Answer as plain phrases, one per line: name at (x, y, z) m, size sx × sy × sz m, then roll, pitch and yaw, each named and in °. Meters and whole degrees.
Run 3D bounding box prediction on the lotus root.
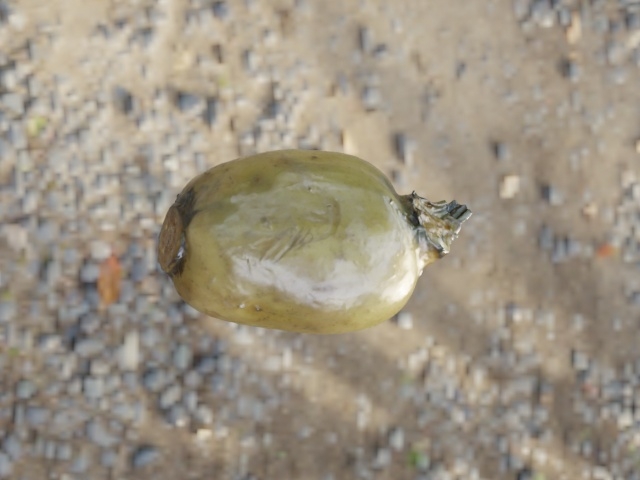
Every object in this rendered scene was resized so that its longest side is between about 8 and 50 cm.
lotus root at (0.000, 0.000, 1.207) m, size 0.220 × 0.118 × 0.125 m, roll -1°, pitch 97°, yaw -9°
